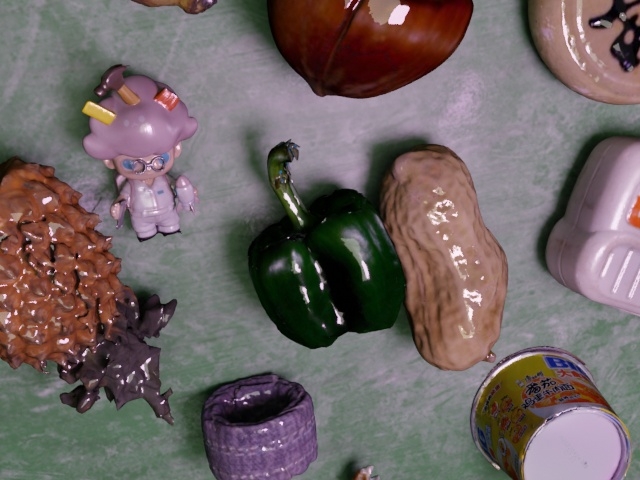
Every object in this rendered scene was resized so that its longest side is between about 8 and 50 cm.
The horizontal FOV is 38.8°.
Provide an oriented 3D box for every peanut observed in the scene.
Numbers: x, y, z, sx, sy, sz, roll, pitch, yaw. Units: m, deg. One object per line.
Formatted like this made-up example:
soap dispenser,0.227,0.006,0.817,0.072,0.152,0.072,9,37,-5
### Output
peanut,0.162,0.018,1.172,0.143,0.159,0.291,-11,101,29

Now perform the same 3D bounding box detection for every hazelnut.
hazelnut,0.045,-0.262,1.024,0.229,0.229,0.229,-3,106,-10

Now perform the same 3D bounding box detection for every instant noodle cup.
instant noodle cup,0.330,0.272,1.268,0.205,0.153,0.205,-3,107,-11

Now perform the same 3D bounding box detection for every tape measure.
tape measure,0.450,-0.003,1.225,0.258,0.130,0.265,19,96,-18

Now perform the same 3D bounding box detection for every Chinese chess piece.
Chinese chess piece,0.388,-0.298,1.137,0.257,0.104,0.257,-3,106,-10

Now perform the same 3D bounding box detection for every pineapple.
pineapple,-0.295,0.082,1.079,0.223,0.223,0.357,-42,117,3

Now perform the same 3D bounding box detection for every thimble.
thimble,-0.080,0.250,1.188,0.150,0.150,0.097,-12,109,-7

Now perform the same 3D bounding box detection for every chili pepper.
chili pepper,0.000,0.000,1.120,0.174,0.165,0.261,-21,97,18

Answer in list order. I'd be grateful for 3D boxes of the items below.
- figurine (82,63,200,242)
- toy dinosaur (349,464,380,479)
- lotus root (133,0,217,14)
figurine,-0.210,-0.108,1.081,0.137,0.112,0.229,-12,118,-13
toy dinosaur,0.102,0.508,1.325,0.206,0.092,0.393,8,106,-13
lotus root,-0.202,-0.335,1.005,0.138,0.138,0.214,-39,110,2
